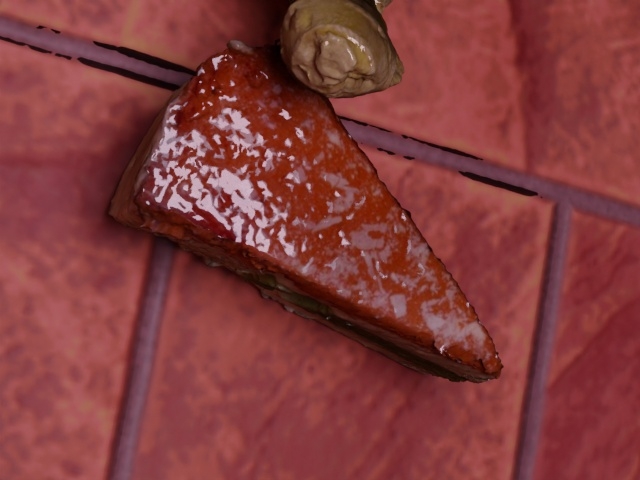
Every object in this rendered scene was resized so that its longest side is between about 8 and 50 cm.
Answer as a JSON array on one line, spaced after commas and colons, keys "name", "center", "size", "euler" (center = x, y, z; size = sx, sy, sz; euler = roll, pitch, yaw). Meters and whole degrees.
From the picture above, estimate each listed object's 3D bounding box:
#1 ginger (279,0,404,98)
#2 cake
[{"name": "ginger", "center": [-0.013, -0.142, 0.951], "size": [0.059, 0.214, 0.133], "euler": [-35, 115, 18]}, {"name": "cake", "center": [0.005, -0.019, 0.980], "size": [0.220, 0.086, 0.116], "euler": [25, 76, -22]}]
